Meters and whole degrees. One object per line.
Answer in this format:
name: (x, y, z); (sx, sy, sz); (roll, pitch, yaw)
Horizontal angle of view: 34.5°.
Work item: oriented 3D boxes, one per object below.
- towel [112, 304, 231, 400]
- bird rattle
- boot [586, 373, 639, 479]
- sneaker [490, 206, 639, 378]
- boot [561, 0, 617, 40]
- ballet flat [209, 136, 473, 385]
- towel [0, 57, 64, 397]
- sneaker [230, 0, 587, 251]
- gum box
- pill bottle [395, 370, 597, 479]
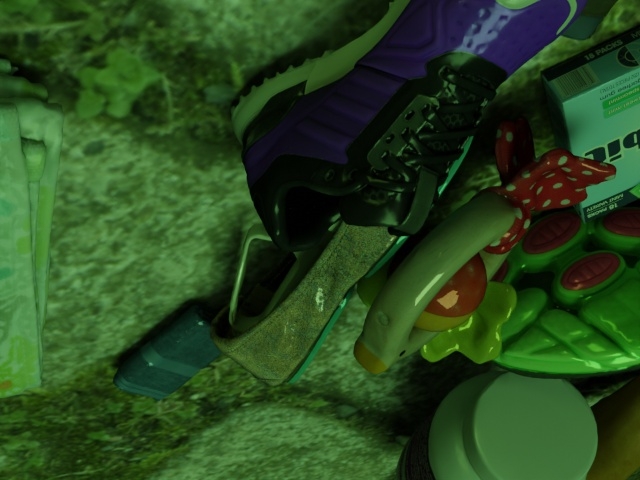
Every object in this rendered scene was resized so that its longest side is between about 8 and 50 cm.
towel: (-0.134, 0.104, 0.960); (0.119, 0.029, 0.067); (-39, 141, 22)
bird rattle: (0.123, 0.022, 0.850); (0.207, 0.143, 0.253); (-33, 166, -43)
boot: (0.400, 0.186, 1.262); (0.295, 0.104, 0.211); (-14, 138, -38)
sneaker: (0.368, 0.061, 1.037); (0.482, 0.185, 0.202); (-11, 140, -12)
boot: (0.140, -0.189, 0.692); (0.219, 0.082, 0.106); (1, 135, -31)
ballet flat: (0.000, 0.000, 0.842); (0.106, 0.107, 0.316); (29, 119, -11)
towel: (-0.368, 0.024, 0.693); (0.374, 0.090, 0.320); (-5, 139, -21)
sneaker: (0.063, -0.078, 0.687); (0.102, 0.146, 0.293); (21, 141, -41)
gum box: (0.283, -0.108, 0.898); (0.157, 0.041, 0.184); (-25, 144, 3)
pill bottle: (0.188, 0.239, 1.116); (0.169, 0.169, 0.301); (-13, 159, -12)
